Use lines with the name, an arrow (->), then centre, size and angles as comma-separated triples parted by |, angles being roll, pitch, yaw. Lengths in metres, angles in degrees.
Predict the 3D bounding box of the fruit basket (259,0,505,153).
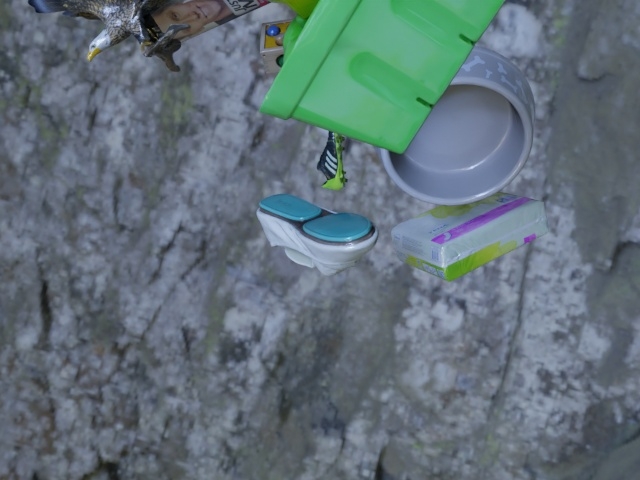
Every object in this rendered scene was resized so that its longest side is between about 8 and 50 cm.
fruit basket -> 0.018, -0.317, 0.966 | 0.283, 0.392, 0.392 | -72, -2, -70

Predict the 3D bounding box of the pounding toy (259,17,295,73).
pounding toy -> -0.077, -0.471, 2.116 | 0.100, 0.130, 0.141 | 73, -167, -50

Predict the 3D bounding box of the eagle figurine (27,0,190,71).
eagle figurine -> -0.435, -0.475, 1.834 | 0.225, 0.298, 0.226 | -45, -10, -34

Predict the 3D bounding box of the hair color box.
hair color box -> -0.272, -0.570, 2.015 | 0.174, 0.347, 0.105 | 40, -149, -67

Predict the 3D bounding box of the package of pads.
package of pads -> 0.339, -0.023, 2.043 | 0.229, 0.296, 0.101 | 23, 132, 61

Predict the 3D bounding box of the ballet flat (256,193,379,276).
ballet flat -> 0.000, 0.000, 1.774 | 0.400, 0.139, 0.139 | 22, 98, 57

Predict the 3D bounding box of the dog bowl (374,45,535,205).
dog bowl -> 0.273, -0.220, 1.803 | 0.102, 0.348, 0.349 | -88, 11, -51

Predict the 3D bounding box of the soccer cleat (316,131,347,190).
soccer cleat -> 0.024, -0.209, 2.203 | 0.060, 0.072, 0.179 | -57, -34, -60
